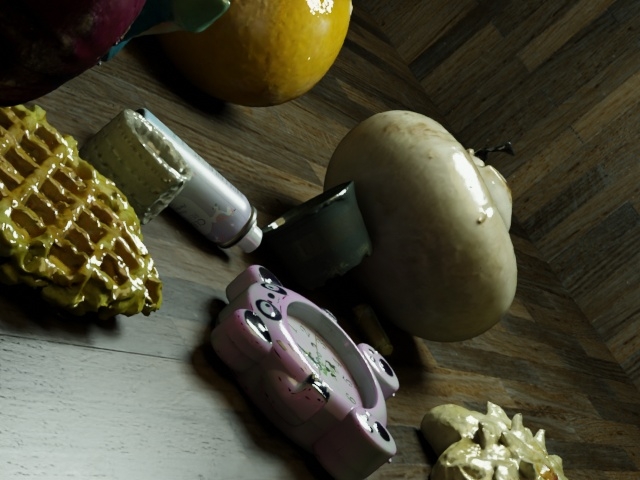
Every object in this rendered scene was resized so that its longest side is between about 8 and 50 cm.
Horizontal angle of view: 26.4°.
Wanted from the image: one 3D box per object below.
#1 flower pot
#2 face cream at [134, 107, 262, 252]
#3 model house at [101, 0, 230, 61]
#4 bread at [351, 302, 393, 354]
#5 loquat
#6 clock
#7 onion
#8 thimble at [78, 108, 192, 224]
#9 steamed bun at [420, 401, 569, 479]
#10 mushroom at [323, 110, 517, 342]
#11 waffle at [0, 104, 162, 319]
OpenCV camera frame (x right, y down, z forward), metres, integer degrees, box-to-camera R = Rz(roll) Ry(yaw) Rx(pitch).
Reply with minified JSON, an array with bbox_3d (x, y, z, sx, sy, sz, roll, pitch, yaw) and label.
[{"bbox_3d":[0.000,0.000,1.874,0.106,0.157,0.157,61,16,-8],"label":"flower pot"},{"bbox_3d":[-0.162,-0.067,1.709,0.229,0.075,0.075,41,19,-25],"label":"face cream"},{"bbox_3d":[-0.246,-0.393,1.639,0.245,0.280,0.312,-55,129,-41],"label":"model house"},{"bbox_3d":[0.074,0.130,1.959,0.088,0.034,0.049,61,5,19],"label":"bread"},{"bbox_3d":[-0.106,-0.365,2.088,0.328,0.328,0.328,44,18,-18],"label":"loquat"},{"bbox_3d":[-0.017,0.151,1.596,0.248,0.090,0.227,44,18,-12],"label":"clock"},{"bbox_3d":[-0.286,-0.307,1.337,0.282,0.260,0.336,48,24,-17],"label":"onion"},{"bbox_3d":[-0.218,-0.084,1.584,0.115,0.090,0.102,52,14,14],"label":"thimble"},{"bbox_3d":[0.267,0.327,1.864,0.292,0.137,0.295,51,19,13],"label":"steamed bun"},{"bbox_3d":[0.175,-0.031,2.023,0.362,0.295,0.362,53,-17,24],"label":"mushroom"},{"bbox_3d":[-0.287,-0.044,1.362,0.325,0.068,0.302,23,31,-53],"label":"waffle"}]
